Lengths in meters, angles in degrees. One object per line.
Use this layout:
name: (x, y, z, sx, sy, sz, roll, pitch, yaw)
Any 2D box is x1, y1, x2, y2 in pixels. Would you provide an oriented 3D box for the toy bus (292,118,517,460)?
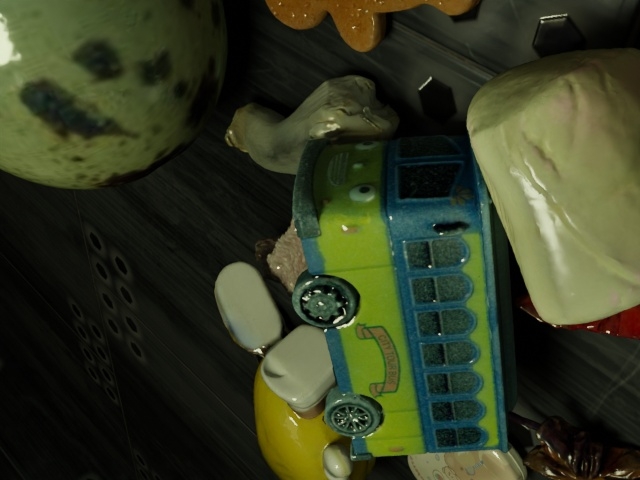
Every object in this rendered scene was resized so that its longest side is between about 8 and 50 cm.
toy bus: (0.084, 0.056, 0.697, 0.190, 0.152, 0.312, -6, 123, 11)

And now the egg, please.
egg: (-0.287, -0.249, 0.786, 0.345, 0.345, 0.428, 28, 162, 37)

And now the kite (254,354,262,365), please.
kite: (-0.108, 0.141, 1.161, 0.139, 0.011, 0.156, 72, -174, -78)

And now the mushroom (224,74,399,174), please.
mushroom: (-0.019, -0.120, 0.806, 0.278, 0.099, 0.096, 2, 114, 56)

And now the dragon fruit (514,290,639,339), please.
dragon fruit: (0.263, 0.040, 0.619, 0.192, 0.123, 0.092, 5, 82, 55)

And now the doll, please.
doll: (-0.033, 0.208, 1.005, 0.423, 0.161, 0.348, 96, 149, -76)

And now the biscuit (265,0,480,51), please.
biscuit: (0.033, -0.261, 0.667, 0.250, 0.036, 0.165, -3, 114, 50)

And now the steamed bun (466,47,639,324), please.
steamed bun: (0.191, -0.052, 0.489, 0.153, 0.238, 0.169, -24, 98, 16)

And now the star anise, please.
star anise: (0.249, 0.218, 0.759, 0.191, 0.070, 0.097, 23, 141, 13)

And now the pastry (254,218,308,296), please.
pastry: (0.003, 0.013, 0.879, 0.265, 0.103, 0.112, -34, 73, 63)

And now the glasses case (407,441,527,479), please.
glasses case: (0.183, 0.290, 0.930, 0.081, 0.051, 0.204, 53, 147, 3)
